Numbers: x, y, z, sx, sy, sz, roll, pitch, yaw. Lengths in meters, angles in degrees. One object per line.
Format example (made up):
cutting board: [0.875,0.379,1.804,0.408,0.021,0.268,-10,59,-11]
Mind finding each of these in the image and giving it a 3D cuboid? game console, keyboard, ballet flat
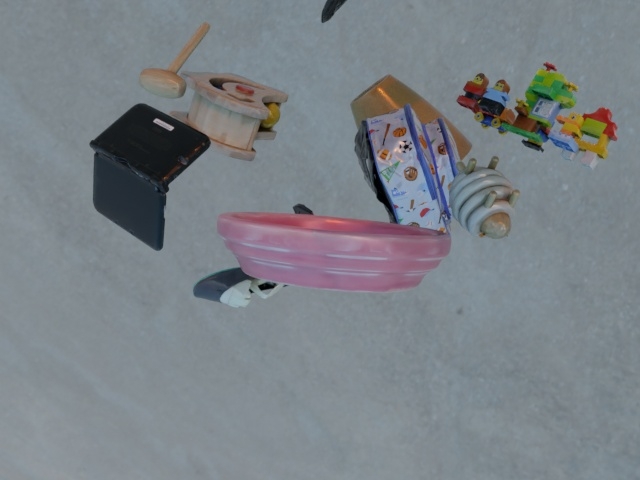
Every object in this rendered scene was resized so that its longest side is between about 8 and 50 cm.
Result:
game console: [-0.173,-0.067,0.848,0.122,0.107,0.071,29,155,35]
keyboard: [0.000,0.000,1.655,0.100,0.038,0.192,29,148,50]
ballet flat: [-0.127,0.079,1.501,0.074,0.203,0.074,24,121,47]

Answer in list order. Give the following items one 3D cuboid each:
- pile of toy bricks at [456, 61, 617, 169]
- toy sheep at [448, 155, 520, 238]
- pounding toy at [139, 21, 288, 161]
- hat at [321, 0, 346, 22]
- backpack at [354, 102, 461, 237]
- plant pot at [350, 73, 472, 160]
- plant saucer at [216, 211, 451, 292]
pile of toy bricks: [0.297,-0.190,1.139,0.212,0.105,0.118,29,179,40]
toy sheep: [0.203,-0.054,1.054,0.091,0.132,0.091,-10,141,-9]
pounding toy: [-0.122,-0.214,1.212,0.154,0.269,0.155,27,109,19]
hat: [0.105,-0.339,0.767,0.331,0.331,0.134,-19,108,46]
backpack: [0.189,-0.142,1.734,0.213,0.277,0.263,-27,132,10]
plant pot: [0.192,-0.258,1.995,0.237,0.237,0.254,-25,107,49]
plant saucer: [0.017,0.015,1.196,0.332,0.332,0.084,7,95,29]
